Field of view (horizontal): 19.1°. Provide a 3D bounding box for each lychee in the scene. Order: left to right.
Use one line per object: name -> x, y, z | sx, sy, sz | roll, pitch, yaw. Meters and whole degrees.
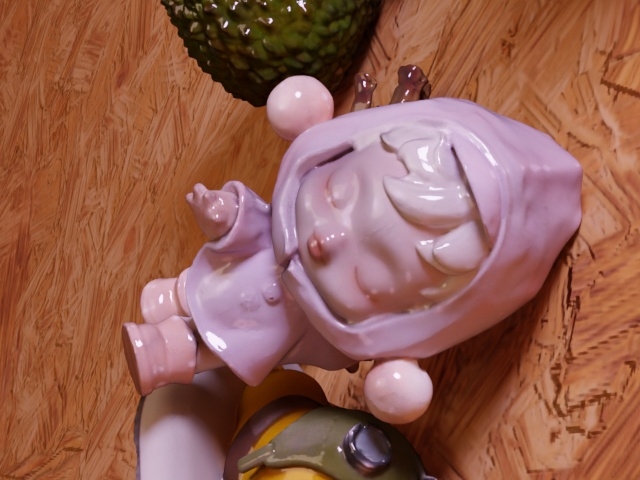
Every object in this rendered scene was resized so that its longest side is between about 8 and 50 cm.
lychee -> -0.041, -0.179, 1.383 | 0.171, 0.171, 0.171 | -49, 30, 41

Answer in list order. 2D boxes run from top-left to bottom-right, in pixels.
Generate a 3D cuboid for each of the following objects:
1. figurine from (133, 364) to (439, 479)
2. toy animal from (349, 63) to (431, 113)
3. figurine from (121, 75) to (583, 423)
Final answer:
figurine -> -0.003, 0.116, 1.110 | 0.141, 0.166, 0.250 | -32, 27, 26
toy animal -> 0.002, 0.003, 1.281 | 0.275, 0.054, 0.149 | -66, 20, 11
figurine -> 0.011, 0.010, 1.057 | 0.276, 0.133, 0.200 | -23, 78, 25
